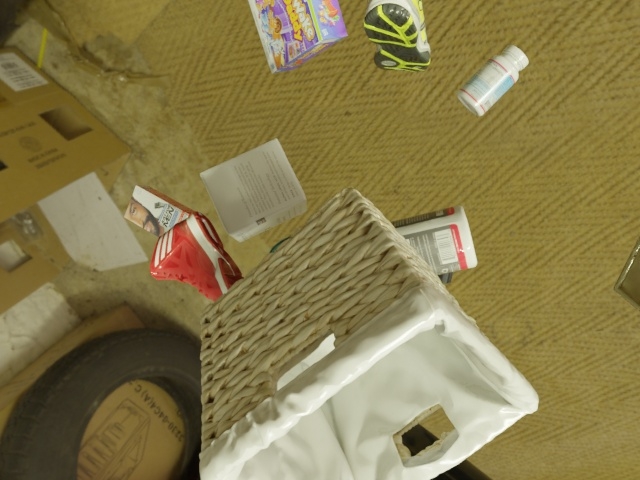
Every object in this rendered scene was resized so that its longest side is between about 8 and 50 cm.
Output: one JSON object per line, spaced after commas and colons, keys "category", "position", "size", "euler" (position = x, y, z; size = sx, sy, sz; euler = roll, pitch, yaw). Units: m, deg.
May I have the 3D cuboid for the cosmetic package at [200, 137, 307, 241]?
{"category": "cosmetic package", "position": [-0.144, -0.106, 0.990], "size": [0.184, 0.151, 0.151], "euler": [-26, 84, -4]}

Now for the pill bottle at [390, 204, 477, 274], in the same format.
{"category": "pill bottle", "position": [0.257, 0.022, 1.229], "size": [0.319, 0.176, 0.176], "euler": [-14, 113, 17]}

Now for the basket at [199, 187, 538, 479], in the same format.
{"category": "basket", "position": [0.047, 0.165, 0.610], "size": [0.328, 0.266, 0.331], "euler": [-40, 131, 12]}

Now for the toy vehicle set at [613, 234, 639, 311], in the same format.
{"category": "toy vehicle set", "position": [0.508, 0.070, 0.555], "size": [0.035, 0.266, 0.165], "euler": [4, 118, -8]}

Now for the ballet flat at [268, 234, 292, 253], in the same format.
{"category": "ballet flat", "position": [0.000, 0.000, 1.015], "size": [0.248, 0.087, 0.083], "euler": [-23, 100, 2]}

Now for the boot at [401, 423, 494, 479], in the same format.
{"category": "boot", "position": [0.202, 0.526, 0.803], "size": [0.445, 0.367, 0.146], "euler": [18, 107, 58]}

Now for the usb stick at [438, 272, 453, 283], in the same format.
{"category": "usb stick", "position": [0.437, 0.044, 1.495], "size": [0.045, 0.077, 0.278], "euler": [-11, 138, -4]}

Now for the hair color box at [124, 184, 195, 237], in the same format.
{"category": "hair color box", "position": [-0.399, -0.062, 1.102], "size": [0.167, 0.053, 0.093], "euler": [27, 101, 15]}

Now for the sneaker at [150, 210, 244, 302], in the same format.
{"category": "sneaker", "position": [-0.220, 0.070, 0.795], "size": [0.128, 0.087, 0.221], "euler": [-30, 76, 8]}

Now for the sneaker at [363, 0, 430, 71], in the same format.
{"category": "sneaker", "position": [0.194, -0.508, 1.035], "size": [0.145, 0.385, 0.147], "euler": [7, 93, 11]}

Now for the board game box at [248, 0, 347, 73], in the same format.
{"category": "board game box", "position": [-0.084, -0.603, 1.019], "size": [0.233, 0.078, 0.346], "euler": [-1, 110, 56]}

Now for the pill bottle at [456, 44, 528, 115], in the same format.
{"category": "pill bottle", "position": [0.421, -0.391, 1.073], "size": [0.087, 0.087, 0.160], "euler": [43, 105, -7]}
